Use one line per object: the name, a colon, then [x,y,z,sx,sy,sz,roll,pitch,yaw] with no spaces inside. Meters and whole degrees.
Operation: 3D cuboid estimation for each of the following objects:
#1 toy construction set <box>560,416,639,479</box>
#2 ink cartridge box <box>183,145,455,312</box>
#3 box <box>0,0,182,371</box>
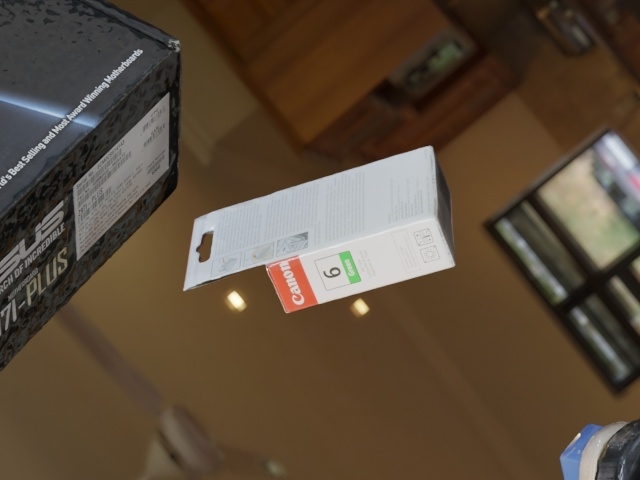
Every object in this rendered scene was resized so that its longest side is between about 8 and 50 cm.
toy construction set: [0.222,0.227,0.731,0.309,0.237,0.257,8,163,46]
ink cartridge box: [0.000,0.000,0.775,0.063,0.115,0.029,-87,-23,-58]
box: [-0.155,-0.021,0.591,0.147,0.180,0.077,29,144,17]
